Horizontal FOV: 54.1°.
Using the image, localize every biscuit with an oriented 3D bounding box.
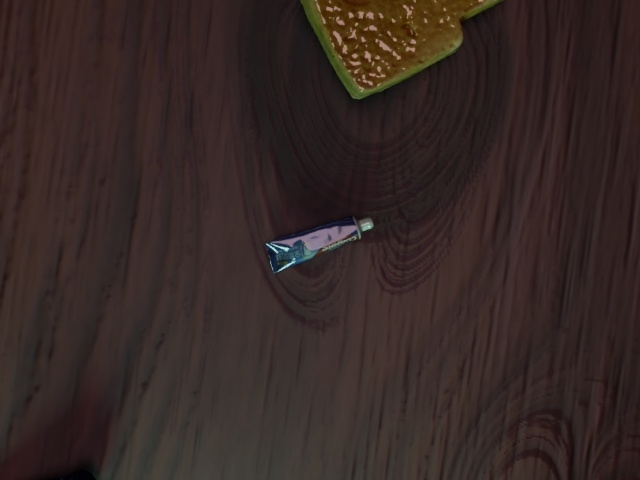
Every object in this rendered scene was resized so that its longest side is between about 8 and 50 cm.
[{"bbox_3d":[0.061,-0.218,0.462,0.212,0.041,0.239,18,90,-8],"label":"biscuit"}]

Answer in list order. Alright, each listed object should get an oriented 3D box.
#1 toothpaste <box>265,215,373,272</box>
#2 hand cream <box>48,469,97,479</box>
[{"bbox_3d":[0.000,0.000,0.471,0.083,0.019,0.027,-19,115,-1],"label":"toothpaste"},{"bbox_3d":[-0.237,0.219,0.457,0.163,0.039,0.062,-28,93,4],"label":"hand cream"}]
